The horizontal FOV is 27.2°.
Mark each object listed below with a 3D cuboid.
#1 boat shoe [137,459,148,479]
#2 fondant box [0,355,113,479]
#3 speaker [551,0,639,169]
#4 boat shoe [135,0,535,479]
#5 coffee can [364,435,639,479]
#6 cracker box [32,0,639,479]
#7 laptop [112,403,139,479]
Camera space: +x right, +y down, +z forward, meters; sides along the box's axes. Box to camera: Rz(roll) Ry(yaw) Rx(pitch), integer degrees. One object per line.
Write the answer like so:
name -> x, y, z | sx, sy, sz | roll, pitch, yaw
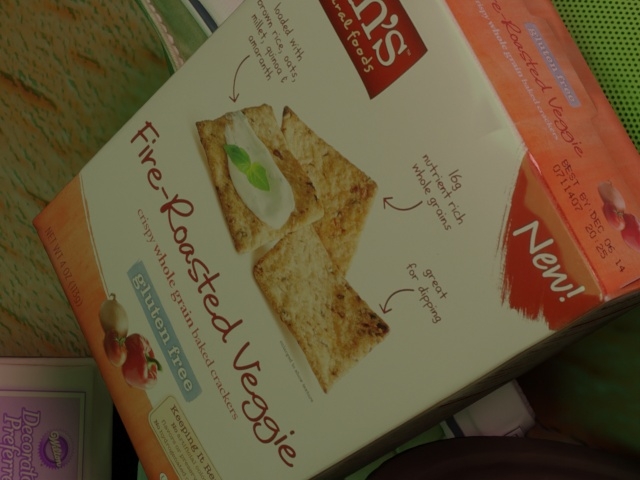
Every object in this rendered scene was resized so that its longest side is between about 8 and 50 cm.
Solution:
boat shoe -> -0.039, 0.136, 0.659 | 0.095, 0.084, 0.258 | 0, 59, 30
fondant box -> -0.253, 0.195, 0.827 | 0.330, 0.096, 0.238 | -9, 78, 49
speaker -> 0.116, -0.063, 0.501 | 0.296, 0.131, 0.131 | 42, 121, 30
boat shoe -> -0.017, -0.019, 0.599 | 0.094, 0.109, 0.302 | -32, 83, -1
coffee can -> 0.081, 0.246, 0.521 | 0.201, 0.201, 0.275 | 27, 113, 36
cracker box -> 0.000, 0.000, 0.488 | 0.232, 0.067, 0.155 | -38, 72, 39
laptop -> -0.127, 0.254, 0.748 | 0.264, 0.136, 0.234 | 50, 125, 13
